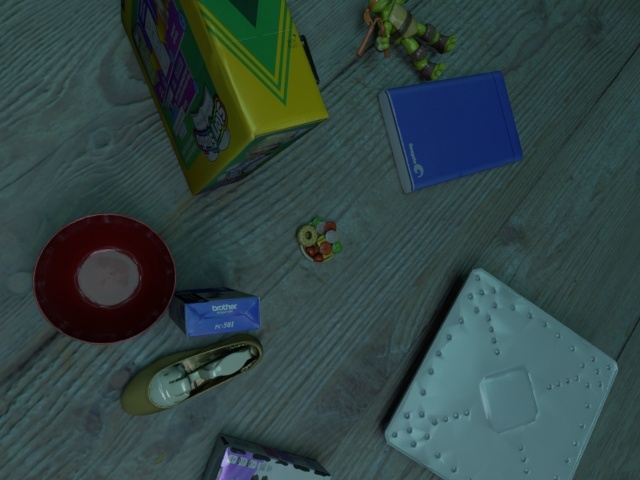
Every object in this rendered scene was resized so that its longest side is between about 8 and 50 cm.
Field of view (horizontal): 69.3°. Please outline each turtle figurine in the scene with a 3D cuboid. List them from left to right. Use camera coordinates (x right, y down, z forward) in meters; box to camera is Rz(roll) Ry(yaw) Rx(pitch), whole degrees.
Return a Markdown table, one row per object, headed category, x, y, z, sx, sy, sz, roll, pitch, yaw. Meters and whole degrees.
| category | x | y | z | sx | sy | sz | roll | pitch | yaw |
| --- | --- | --- | --- | --- | --- | --- | --- | --- | --- |
| turtle figurine | 0.164 | -0.419 | 0.932 | 0.217 | 0.087 | 0.269 | 31 | 66 | -25 |

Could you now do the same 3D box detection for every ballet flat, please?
| category | x | y | z | sx | sy | sz | roll | pitch | yaw |
| --- | --- | --- | --- | --- | --- | --- | --- | --- | --- |
| ballet flat | -0.198 | 0.209 | 0.735 | 0.232 | 0.073 | 0.080 | -23 | 95 | -23 |

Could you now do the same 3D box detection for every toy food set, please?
| category | x | y | z | sx | sy | sz | roll | pitch | yaw |
| --- | --- | --- | --- | --- | --- | --- | --- | --- | --- |
| toy food set | 0.000 | 0.000 | 0.866 | 0.083 | 0.020 | 0.083 | -28 | 97 | -23 |

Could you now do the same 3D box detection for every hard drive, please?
| category | x | y | z | sx | sy | sz | roll | pitch | yaw |
| --- | --- | --- | --- | --- | --- | --- | --- | --- | --- |
| hard drive | 0.290 | -0.241 | 1.001 | 0.319 | 0.040 | 0.210 | -17 | 94 | -24 |

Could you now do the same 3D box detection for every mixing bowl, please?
| category | x | y | z | sx | sy | sz | roll | pitch | yaw |
| --- | --- | --- | --- | --- | --- | --- | --- | --- | --- |
| mixing bowl | -0.311 | 0.056 | 0.682 | 0.181 | 0.098 | 0.181 | 2 | 85 | -23 |

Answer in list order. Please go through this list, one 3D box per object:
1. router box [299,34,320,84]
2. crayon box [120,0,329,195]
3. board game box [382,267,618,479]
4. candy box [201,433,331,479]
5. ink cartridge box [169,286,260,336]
| category | x | y | z | sx | sy | sz | roll | pitch | yaw |
| --- | --- | --- | --- | --- | --- | --- | --- | --- | --- |
| router box | -0.072 | -0.316 | 0.847 | 0.122 | 0.038 | 0.092 | -20 | 94 | -23 |
| crayon box | -0.157 | -0.247 | 0.626 | 0.106 | 0.363 | 0.313 | -25 | 96 | -24 |
| board game box | 0.370 | 0.319 | 0.941 | 0.390 | 0.050 | 0.390 | 34 | 77 | -6 |
| candy box | -0.102 | 0.434 | 0.763 | 0.196 | 0.070 | 0.164 | 25 | 77 | -20 |
| ink cartridge box | -0.164 | 0.099 | 0.684 | 0.097 | 0.207 | 0.046 | -2 | 89 | -24 |
